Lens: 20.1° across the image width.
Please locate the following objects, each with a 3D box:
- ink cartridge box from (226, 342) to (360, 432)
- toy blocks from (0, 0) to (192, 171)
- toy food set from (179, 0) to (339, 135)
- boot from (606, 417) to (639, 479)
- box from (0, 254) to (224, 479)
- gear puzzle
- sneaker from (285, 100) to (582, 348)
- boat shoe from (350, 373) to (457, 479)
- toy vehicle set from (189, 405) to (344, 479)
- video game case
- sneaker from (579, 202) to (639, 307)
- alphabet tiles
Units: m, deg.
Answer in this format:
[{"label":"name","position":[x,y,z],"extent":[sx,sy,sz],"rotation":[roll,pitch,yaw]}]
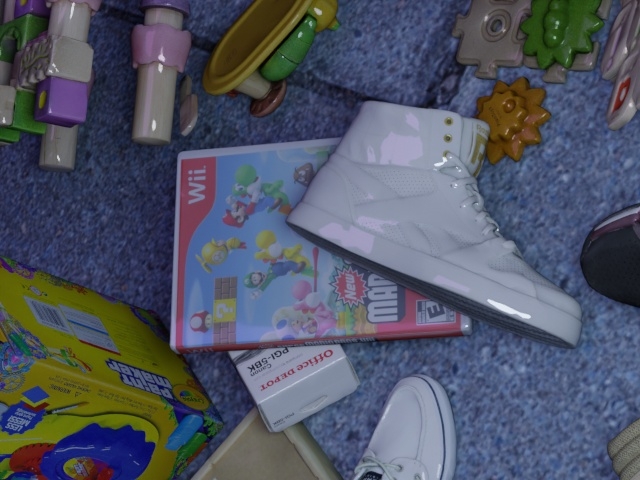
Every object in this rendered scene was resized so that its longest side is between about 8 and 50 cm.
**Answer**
[{"label":"ink cartridge box","position":[-0.037,0.101,1.719],"extent":[0.099,0.056,0.135],"rotation":[-28,51,-6]},{"label":"toy blocks","position":[-0.323,-0.239,1.906],"extent":[0.288,0.309,0.260],"rotation":[-8,74,54]},{"label":"toy food set","position":[-0.053,-0.191,1.874],"extent":[0.218,0.071,0.128],"rotation":[-45,26,14]},{"label":"boot","position":[0.349,0.190,1.369],"extent":[0.262,0.095,0.203],"rotation":[-31,54,30]},{"label":"box","position":[-0.308,0.188,1.776],"extent":[0.279,0.290,0.177],"rotation":[-49,50,15]},{"label":"gear puzzle","position":[0.195,-0.234,1.692],"extent":[0.175,0.044,0.339],"rotation":[8,79,41]},{"label":"sneaker","position":[0.128,-0.028,1.605],"extent":[0.292,0.108,0.169],"rotation":[26,81,23]},{"label":"boat shoe","position":[0.064,0.224,1.599],"extent":[0.083,0.076,0.226],"rotation":[-4,70,38]},{"label":"toy vehicle set","position":[-0.086,0.298,1.721],"extent":[0.267,0.035,0.166],"rotation":[-49,49,14]},{"label":"video game case","position":[0.000,0.000,1.699],"extent":[0.285,0.025,0.204],"rotation":[-5,68,13]},{"label":"sneaker","position":[0.307,0.057,1.409],"extent":[0.281,0.106,0.162],"rotation":[0,46,40]},{"label":"alphabet tiles","position":[0.309,-0.234,1.496],"extent":[0.284,0.021,0.278],"rotation":[138,152,-70]}]
